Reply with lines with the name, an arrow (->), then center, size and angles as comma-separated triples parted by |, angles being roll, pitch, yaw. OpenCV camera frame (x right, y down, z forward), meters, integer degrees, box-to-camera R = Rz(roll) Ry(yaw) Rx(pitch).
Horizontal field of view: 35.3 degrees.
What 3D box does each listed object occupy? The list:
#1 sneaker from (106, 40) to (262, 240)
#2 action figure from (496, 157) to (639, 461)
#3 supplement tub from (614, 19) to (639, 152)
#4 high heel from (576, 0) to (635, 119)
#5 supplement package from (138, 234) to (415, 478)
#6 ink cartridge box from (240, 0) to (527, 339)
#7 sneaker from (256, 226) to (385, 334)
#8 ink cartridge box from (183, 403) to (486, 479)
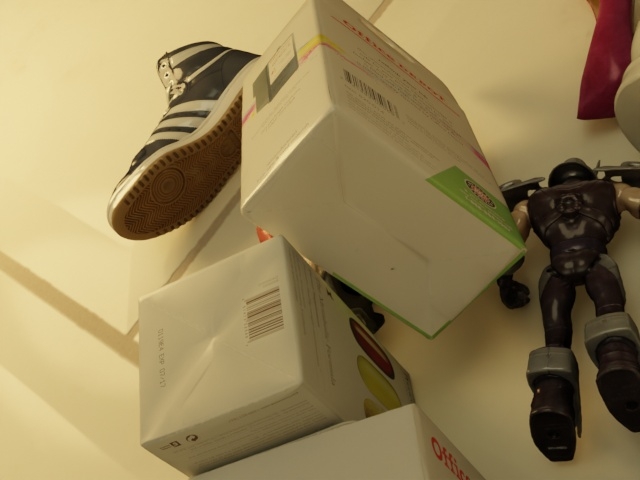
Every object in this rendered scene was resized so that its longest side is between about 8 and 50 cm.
sneaker -> -0.172, -0.128, 1.198 | 0.153, 0.099, 0.282 | 31, 70, 38
action figure -> 0.217, 0.032, 0.844 | 0.185, 0.099, 0.285 | -18, 42, 29
supplement tub -> 0.380, -0.190, 0.837 | 0.191, 0.191, 0.272 | 18, 68, 40
high heel -> 0.268, -0.224, 1.011 | 0.117, 0.082, 0.244 | -22, 61, 4
supplement package -> -0.022, 0.132, 0.810 | 0.134, 0.244, 0.139 | -23, 49, 16
ink cartridge box -> 0.040, -0.093, 0.919 | 0.119, 0.207, 0.353 | -47, 22, 21
sneaker -> 0.000, 0.000, 0.998 | 0.135, 0.097, 0.276 | -22, 51, 17
ink cartridge box -> 0.035, 0.292, 0.689 | 0.197, 0.198, 0.270 | -22, 47, 18
